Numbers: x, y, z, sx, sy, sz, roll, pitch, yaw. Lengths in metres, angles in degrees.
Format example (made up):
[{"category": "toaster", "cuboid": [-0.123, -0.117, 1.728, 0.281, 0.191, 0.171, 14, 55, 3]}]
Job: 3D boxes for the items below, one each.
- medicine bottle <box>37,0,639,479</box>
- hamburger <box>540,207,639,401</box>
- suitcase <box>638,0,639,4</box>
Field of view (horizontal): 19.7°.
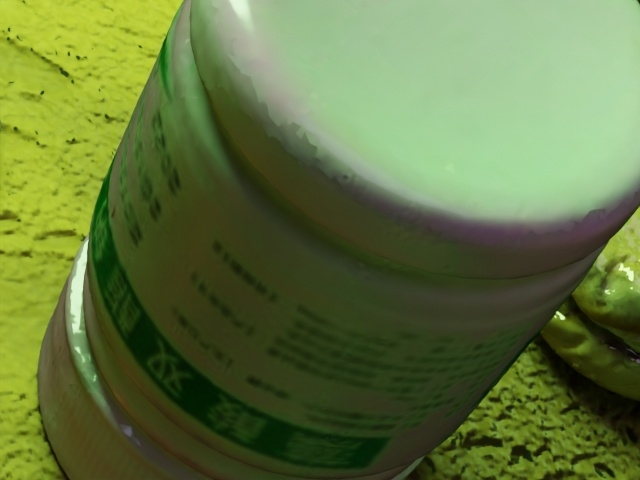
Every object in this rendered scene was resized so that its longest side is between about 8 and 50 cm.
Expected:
[{"category": "medicine bottle", "cuboid": [0.000, 0.000, 0.865, 0.212, 0.325, 0.212, 12, 54, -17]}, {"category": "hamburger", "cuboid": [0.221, 0.009, 1.097, 0.213, 0.108, 0.214, 13, 52, -17]}, {"category": "suitcase", "cuboid": [0.181, -0.222, 1.222, 0.193, 0.143, 0.235, 5, 55, -21]}]
